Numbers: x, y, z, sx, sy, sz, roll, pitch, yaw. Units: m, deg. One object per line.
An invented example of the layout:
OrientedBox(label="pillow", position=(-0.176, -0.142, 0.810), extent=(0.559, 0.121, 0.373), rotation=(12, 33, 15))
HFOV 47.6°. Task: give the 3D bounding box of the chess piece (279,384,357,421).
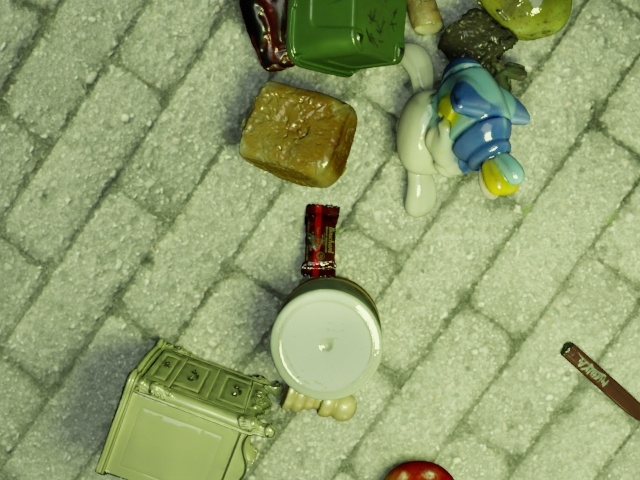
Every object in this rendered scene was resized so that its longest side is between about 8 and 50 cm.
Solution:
OrientedBox(label="chess piece", position=(0.000, 0.367, 1.678), extent=(0.171, 0.094, 0.094), rotation=(19, 95, -7))

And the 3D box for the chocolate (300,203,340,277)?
OrientedBox(label="chocolate", position=(0.000, 0.000, 1.643), extent=(0.086, 0.028, 0.182), rotation=(5, 65, 2))

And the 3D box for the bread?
OrientedBox(label="bread", position=(-0.050, -0.229, 1.589), extent=(0.247, 0.176, 0.195), rotation=(19, 84, 15))

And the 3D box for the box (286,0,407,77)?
OrientedBox(label="box", position=(0.068, -0.513, 1.504), extent=(0.178, 0.253, 0.328), rotation=(10, 99, 34))

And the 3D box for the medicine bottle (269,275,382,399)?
OrientedBox(label="medicine bottle", position=(0.017, 0.206, 1.585), extent=(0.238, 0.232, 0.237), rotation=(0, 95, 2))

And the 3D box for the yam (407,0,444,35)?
OrientedBox(label="yam", position=(0.187, -0.622, 1.595), extent=(0.081, 0.081, 0.356), rotation=(-18, 91, 4))

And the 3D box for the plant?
OrientedBox(label="plant", position=(0.358, -0.398, 1.581), extent=(0.131, 0.142, 0.203), rotation=(-45, 82, -5))

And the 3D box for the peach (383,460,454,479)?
OrientedBox(label="peach", position=(0.226, 0.585, 1.624), extent=(0.198, 0.197, 0.197), rotation=(0, 94, 2))

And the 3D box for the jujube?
OrientedBox(label="jujube", position=(-0.092, -0.489, 1.580), extent=(0.168, 0.168, 0.236), rotation=(0, 97, 2))

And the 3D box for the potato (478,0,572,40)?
OrientedBox(label="potato", position=(0.434, -0.547, 1.555), extent=(0.197, 0.148, 0.228), rotation=(-10, 88, 8))

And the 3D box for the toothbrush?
OrientedBox(label="toothbrush", position=(0.695, 0.363, 1.666), extent=(0.364, 0.041, 0.041), rotation=(41, 95, -1))

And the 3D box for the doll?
OrientedBox(label="doll", position=(0.287, -0.237, 1.509), extent=(0.187, 0.366, 0.375), rotation=(-29, 109, -27))

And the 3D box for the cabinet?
OrientedBox(label="cabinet", position=(-0.268, 0.397, 1.584), extent=(0.318, 0.290, 0.227), rotation=(20, 97, -2))
